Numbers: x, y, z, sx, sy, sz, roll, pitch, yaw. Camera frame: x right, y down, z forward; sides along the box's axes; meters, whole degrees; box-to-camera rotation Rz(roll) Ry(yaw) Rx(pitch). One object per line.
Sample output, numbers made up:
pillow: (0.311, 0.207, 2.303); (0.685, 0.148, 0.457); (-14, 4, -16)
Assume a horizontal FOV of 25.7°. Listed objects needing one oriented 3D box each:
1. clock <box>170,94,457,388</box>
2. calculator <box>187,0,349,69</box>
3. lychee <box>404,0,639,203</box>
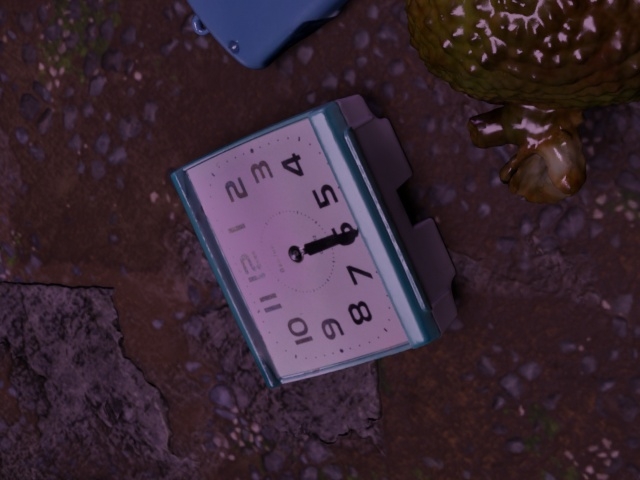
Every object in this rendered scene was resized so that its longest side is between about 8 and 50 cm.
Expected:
clock: (0.000, 0.000, 1.465); (0.231, 0.116, 0.262); (-20, 96, 36)
calculator: (-0.034, -0.295, 1.404); (0.293, 0.051, 0.173); (-37, 90, 32)
lychee: (0.198, -0.214, 1.200); (0.270, 0.270, 0.320); (27, 84, 16)
